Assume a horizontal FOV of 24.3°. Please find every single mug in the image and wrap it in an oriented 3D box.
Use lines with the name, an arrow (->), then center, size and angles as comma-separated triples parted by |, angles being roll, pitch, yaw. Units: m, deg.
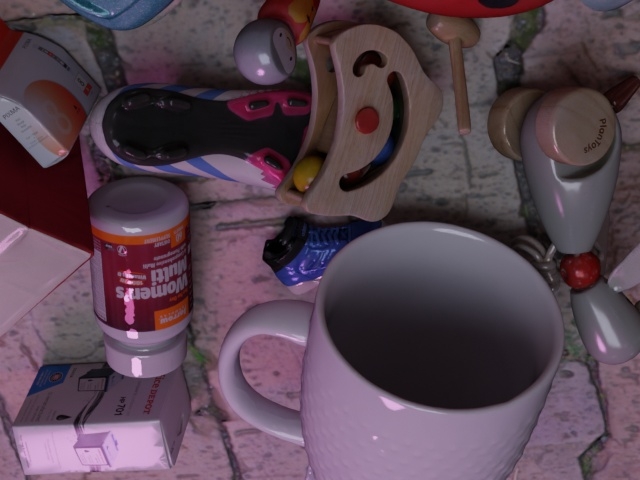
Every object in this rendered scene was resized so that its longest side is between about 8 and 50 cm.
mug -> 0.064, 0.176, 1.728 | 0.374, 0.276, 0.328 | 14, 136, 3

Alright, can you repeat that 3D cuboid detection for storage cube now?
storage cube -> -0.386, -0.037, 1.665 | 0.215, 0.193, 0.183 | -38, 136, 26

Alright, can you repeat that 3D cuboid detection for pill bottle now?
pill bottle -> -0.212, 0.046, 1.770 | 0.121, 0.121, 0.221 | 3, 121, 5

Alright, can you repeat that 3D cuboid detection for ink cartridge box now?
ink cartridge box -> -0.326, -0.187, 1.627 | 0.045, 0.145, 0.179 | -26, 117, 24
ink cartridge box -> -0.271, 0.221, 1.872 | 0.190, 0.140, 0.082 | -5, 118, 9

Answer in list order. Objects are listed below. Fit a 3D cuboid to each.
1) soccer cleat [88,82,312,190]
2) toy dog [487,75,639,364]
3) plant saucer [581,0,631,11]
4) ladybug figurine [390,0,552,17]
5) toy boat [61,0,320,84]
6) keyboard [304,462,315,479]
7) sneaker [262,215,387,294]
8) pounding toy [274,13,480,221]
soccer cleat -> -0.099, -0.122, 1.675 | 0.331, 0.143, 0.116 | 8, 94, -21
toy dog -> 0.311, -0.047, 1.633 | 0.161, 0.220, 0.334 | -25, 128, -15
plant saucer -> 0.316, -0.314, 1.459 | 0.037, 0.195, 0.195 | 27, 131, 38
ladybug figurine -> 0.096, -0.370, 1.458 | 0.449, 0.162, 0.305 | 27, 120, -10
toy boat -> -0.148, -0.283, 1.515 | 0.318, 0.148, 0.267 | 30, 137, -5
keyboard -> 0.017, 0.313, 1.969 | 0.072, 0.014, 0.256 | 15, 121, 4
sneaker -> 0.000, 0.001, 1.753 | 0.152, 0.058, 0.084 | -27, 123, 28
pounding toy -> 0.058, -0.144, 1.572 | 0.154, 0.155, 0.270 | 29, 87, -29
